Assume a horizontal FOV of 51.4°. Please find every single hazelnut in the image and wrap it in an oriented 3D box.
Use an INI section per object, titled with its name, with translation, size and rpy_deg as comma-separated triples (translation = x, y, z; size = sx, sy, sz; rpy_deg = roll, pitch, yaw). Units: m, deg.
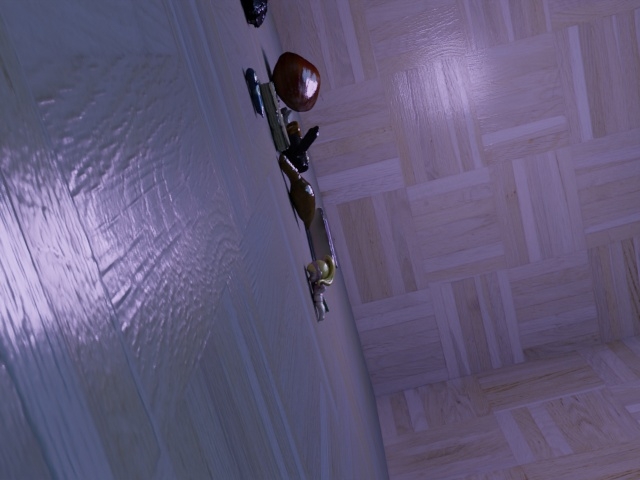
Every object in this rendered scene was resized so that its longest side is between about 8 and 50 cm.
[hazelnut]
translation = -0.092, -0.569, 2.412
size = 0.181, 0.180, 0.212
rpy_deg = 30, 5, 32

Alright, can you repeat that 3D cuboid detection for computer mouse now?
[computer mouse]
translation = -0.206, -0.760, 2.084
size = 0.146, 0.078, 0.241
rpy_deg = 69, 7, -46

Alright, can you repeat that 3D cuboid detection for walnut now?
[walnut]
translation = -0.085, -0.324, 2.284
size = 0.143, 0.069, 0.170
rpy_deg = 44, 34, -86

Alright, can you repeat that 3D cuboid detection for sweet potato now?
[sweet potato]
translation = -0.060, -0.151, 1.973
size = 0.074, 0.075, 0.269
rpy_deg = -99, 170, -56

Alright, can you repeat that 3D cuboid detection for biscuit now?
[biscuit]
translation = -0.132, -0.365, 1.950
size = 0.121, 0.041, 0.199
rpy_deg = -78, 153, -74

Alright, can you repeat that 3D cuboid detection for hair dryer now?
[hair dryer]
translation = -0.057, -0.300, 2.010
size = 0.248, 0.071, 0.114
rpy_deg = 133, -53, -64

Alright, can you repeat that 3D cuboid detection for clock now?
[clock]
translation = 0.000, 0.000, 2.294
size = 0.147, 0.071, 0.191
rpy_deg = 64, 12, -72

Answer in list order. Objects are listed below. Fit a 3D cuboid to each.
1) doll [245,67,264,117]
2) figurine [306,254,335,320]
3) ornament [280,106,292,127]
[doll]
translation = -0.158, -0.361, 1.629
size = 0.037, 0.027, 0.125
rpy_deg = -117, -169, -72
[figurine]
translation = 0.005, 0.135, 1.891
size = 0.083, 0.083, 0.187
rpy_deg = 55, 30, -80
[ornament]
translation = -0.121, -0.446, 2.427
size = 0.092, 0.041, 0.068
rpy_deg = -117, -150, -65
